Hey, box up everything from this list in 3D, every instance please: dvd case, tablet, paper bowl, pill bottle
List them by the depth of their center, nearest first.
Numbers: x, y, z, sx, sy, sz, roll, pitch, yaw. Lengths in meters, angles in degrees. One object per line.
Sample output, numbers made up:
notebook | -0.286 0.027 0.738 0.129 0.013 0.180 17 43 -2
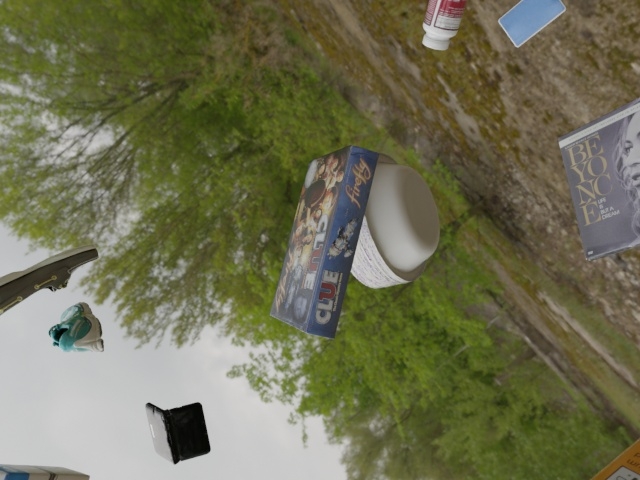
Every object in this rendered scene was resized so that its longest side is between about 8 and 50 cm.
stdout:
tablet | 0.317 -0.339 0.802 0.054 0.083 0.006 58 -148 7
dvd case | 0.457 -0.097 0.803 0.018 0.164 0.222 16 -119 -35
paper bowl | 0.151 -0.048 1.138 0.284 0.148 0.285 26 -123 -48
pill bottle | 0.292 -0.536 1.256 0.085 0.152 0.086 8 -144 -6

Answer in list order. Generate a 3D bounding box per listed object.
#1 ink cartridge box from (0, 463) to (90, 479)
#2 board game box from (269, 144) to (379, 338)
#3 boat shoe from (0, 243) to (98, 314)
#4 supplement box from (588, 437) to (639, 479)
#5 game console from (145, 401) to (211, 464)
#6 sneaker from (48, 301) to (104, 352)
ink cartridge box | -0.543 0.498 0.980 0.203 0.085 0.148 48 -132 -59
board game box | 0.000 0.000 0.739 0.042 0.244 0.165 16 174 -21
boat shoe | -0.718 0.098 1.390 0.109 0.304 0.091 -12 104 53
supplement box | 0.180 0.137 0.243 0.080 0.233 0.078 18 130 65
game console | -0.293 0.385 1.093 0.071 0.107 0.122 -23 -68 -45
sneaker | -0.639 0.225 1.369 0.109 0.107 0.275 -5 -174 -34
